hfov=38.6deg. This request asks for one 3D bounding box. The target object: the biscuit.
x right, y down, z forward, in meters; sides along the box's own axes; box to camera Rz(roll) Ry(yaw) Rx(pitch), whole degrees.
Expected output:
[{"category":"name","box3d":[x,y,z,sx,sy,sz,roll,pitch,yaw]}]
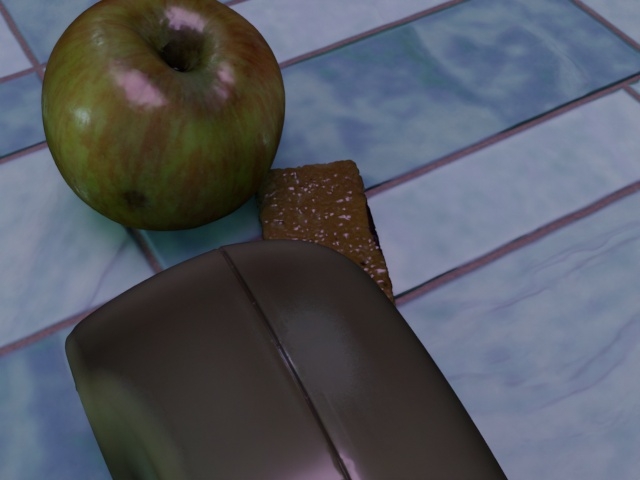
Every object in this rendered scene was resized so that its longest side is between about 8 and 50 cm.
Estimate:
[{"category":"biscuit","box3d":[0.000,0.000,1.012,0.131,0.025,0.230,-8,49,-4]}]

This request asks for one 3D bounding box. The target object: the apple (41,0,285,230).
[{"category":"apple","box3d":[-0.172,-0.131,1.006,0.265,0.264,0.264,-1,49,1]}]

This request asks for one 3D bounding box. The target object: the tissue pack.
[{"category":"tissue pack","box3d":[-0.006,0.189,0.683,0.277,0.267,0.387,-23,50,-13]}]
